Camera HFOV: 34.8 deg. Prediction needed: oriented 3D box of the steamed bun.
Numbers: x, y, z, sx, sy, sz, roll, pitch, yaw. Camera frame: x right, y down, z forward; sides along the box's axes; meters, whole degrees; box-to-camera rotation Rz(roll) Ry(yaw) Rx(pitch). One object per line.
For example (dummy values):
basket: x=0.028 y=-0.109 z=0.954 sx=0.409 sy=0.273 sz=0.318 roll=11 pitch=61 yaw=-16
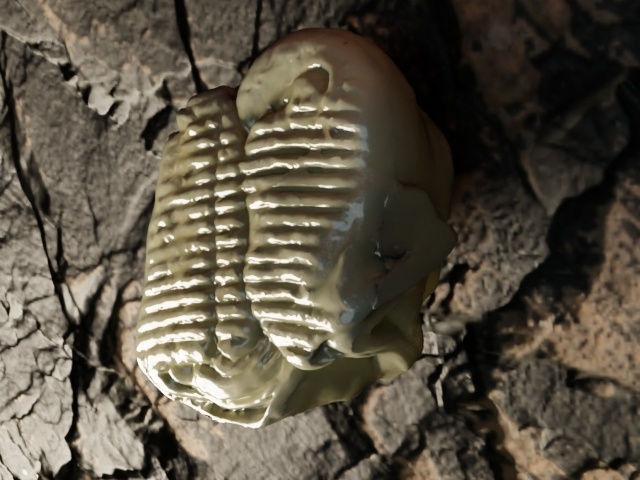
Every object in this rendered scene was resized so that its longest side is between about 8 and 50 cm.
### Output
steamed bun: x=0.002 y=0.000 z=0.602 sx=0.211 sy=0.144 sz=0.218 roll=-9 pitch=77 yaw=45
